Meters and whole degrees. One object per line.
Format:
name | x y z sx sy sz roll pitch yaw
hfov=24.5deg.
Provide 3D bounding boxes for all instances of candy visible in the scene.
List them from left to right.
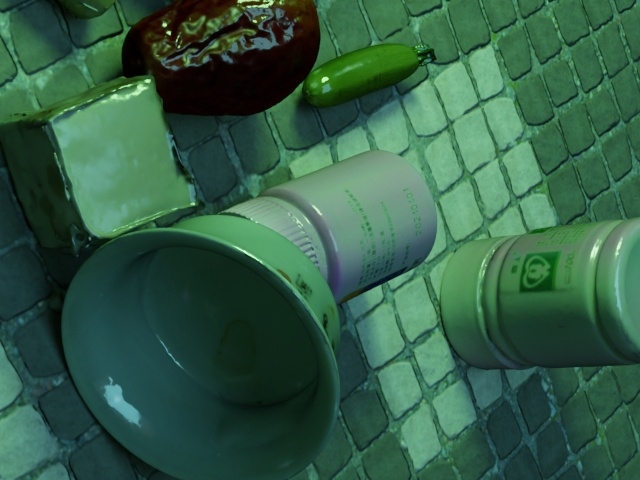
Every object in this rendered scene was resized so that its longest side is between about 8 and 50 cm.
candy | -0.259 -0.086 1.730 0.195 0.137 0.185 -28 104 -39

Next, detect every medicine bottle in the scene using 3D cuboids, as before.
medicine bottle | 0.000 0.000 1.931 0.290 0.178 0.178 -25 102 -42
medicine bottle | 0.360 0.082 2.154 0.212 0.325 0.212 7 80 -41

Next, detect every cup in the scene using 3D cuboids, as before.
cup | -0.116 0.108 1.742 0.347 0.347 0.163 64 30 -17

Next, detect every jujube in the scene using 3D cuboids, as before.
jujube | -0.125 -0.243 1.849 0.255 0.190 0.190 -15 95 -27

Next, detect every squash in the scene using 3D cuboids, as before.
squash | 0.063 -0.239 2.091 0.252 0.066 0.066 -23 101 -42

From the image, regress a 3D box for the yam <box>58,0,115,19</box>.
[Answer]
yam | -0.376 -0.401 1.698 0.371 0.083 0.083 46 57 -30
